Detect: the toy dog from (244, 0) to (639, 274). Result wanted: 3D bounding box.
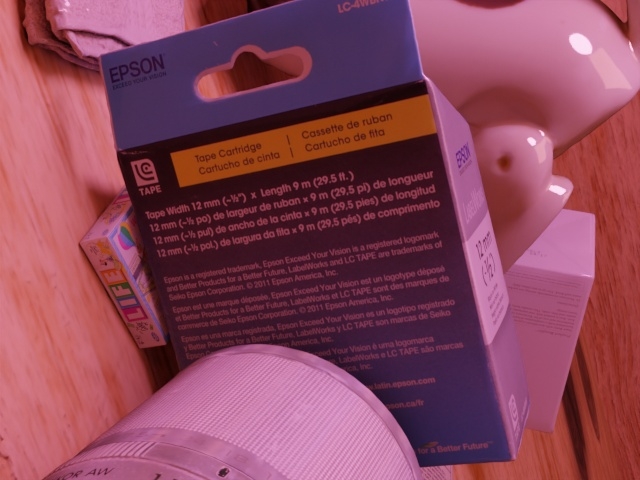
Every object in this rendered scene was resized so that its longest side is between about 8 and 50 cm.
[{"bbox_3d":[0.097,-0.198,0.979,0.407,0.395,0.285,33,48,-4],"label":"toy dog"}]

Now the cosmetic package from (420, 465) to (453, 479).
[{"bbox_3d":[0.062,0.184,1.020,0.153,0.129,0.296,52,35,-45],"label":"cosmetic package"}]

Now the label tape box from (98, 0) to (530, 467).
[{"bbox_3d":[0.000,0.000,0.722,0.115,0.249,0.348,-35,113,-66],"label":"label tape box"}]

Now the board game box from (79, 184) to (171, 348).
[{"bbox_3d":[-0.131,-0.001,0.776,0.154,0.026,0.103,-67,140,-54],"label":"board game box"}]

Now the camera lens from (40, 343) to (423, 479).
[{"bbox_3d":[-0.065,0.203,0.587,0.274,0.219,0.220,-36,113,-65],"label":"camera lens"}]

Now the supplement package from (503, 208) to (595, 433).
[{"bbox_3d":[0.289,0.109,1.409,0.175,0.177,0.293,-66,164,-55],"label":"supplement package"}]

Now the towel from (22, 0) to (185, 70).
[{"bbox_3d":[-0.178,-0.270,0.762,0.187,0.049,0.282,1,79,-68],"label":"towel"}]
